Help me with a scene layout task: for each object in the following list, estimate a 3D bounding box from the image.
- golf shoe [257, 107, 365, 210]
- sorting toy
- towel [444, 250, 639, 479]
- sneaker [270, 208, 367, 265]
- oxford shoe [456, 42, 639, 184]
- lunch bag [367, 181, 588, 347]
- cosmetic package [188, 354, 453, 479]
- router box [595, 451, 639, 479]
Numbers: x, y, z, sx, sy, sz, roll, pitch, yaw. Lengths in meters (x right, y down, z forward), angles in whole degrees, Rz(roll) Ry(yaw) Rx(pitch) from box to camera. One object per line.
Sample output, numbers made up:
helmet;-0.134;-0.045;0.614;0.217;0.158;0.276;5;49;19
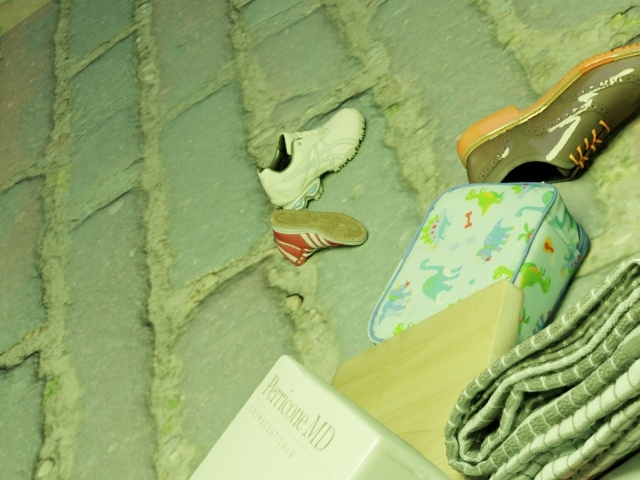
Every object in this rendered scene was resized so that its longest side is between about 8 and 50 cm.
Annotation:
golf shoe;-0.011;-0.119;1.748;0.069;0.086;0.176;6;53;51
sorting toy;0.091;0.198;1.207;0.257;0.089;0.255;-33;31;48
towel;0.249;0.082;1.019;0.121;0.235;0.283;57;136;20
sneaker;0.000;0.000;1.642;0.118;0.067;0.042;10;49;14
oxford shoe;0.280;-0.118;1.462;0.271;0.097;0.098;-30;53;24
lunch bag;0.155;0.041;1.376;0.176;0.090;0.219;-1;49;44
cosmetic package;-0.073;0.328;0.970;0.453;0.161;0.230;-53;20;-4
router box;0.357;0.235;0.875;0.301;0.082;0.335;-36;46;7
